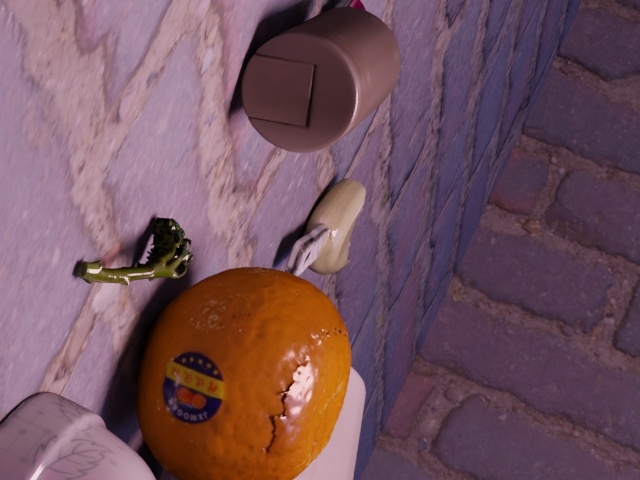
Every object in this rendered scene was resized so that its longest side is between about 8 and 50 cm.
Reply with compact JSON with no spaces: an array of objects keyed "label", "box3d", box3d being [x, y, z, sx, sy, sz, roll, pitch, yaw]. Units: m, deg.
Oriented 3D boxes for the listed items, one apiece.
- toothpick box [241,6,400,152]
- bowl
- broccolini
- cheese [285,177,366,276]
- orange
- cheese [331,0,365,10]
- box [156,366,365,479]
[{"label":"toothpick box","box3d":[0.004,-0.151,1.821,0.180,0.111,0.111,-44,155,-68]},{"label":"bowl","box3d":[-0.210,0.275,1.554,0.287,0.144,0.287,23,90,-81]},{"label":"broccolini","box3d":[-0.142,0.016,1.597,0.194,0.052,0.054,-20,129,-76]},{"label":"cheese","box3d":[0.001,0.001,2.330,0.127,0.050,0.235,-68,169,20]},{"label":"orange","box3d":[-0.072,0.130,1.822,0.219,0.193,0.219,-32,132,-44]},{"label":"cheese","box3d":[0.023,-0.207,2.012,0.145,0.038,0.095,46,69,-86]},{"label":"box","box3d":[-0.057,0.231,2.045,0.291,0.262,0.206,106,-1,-67]}]
